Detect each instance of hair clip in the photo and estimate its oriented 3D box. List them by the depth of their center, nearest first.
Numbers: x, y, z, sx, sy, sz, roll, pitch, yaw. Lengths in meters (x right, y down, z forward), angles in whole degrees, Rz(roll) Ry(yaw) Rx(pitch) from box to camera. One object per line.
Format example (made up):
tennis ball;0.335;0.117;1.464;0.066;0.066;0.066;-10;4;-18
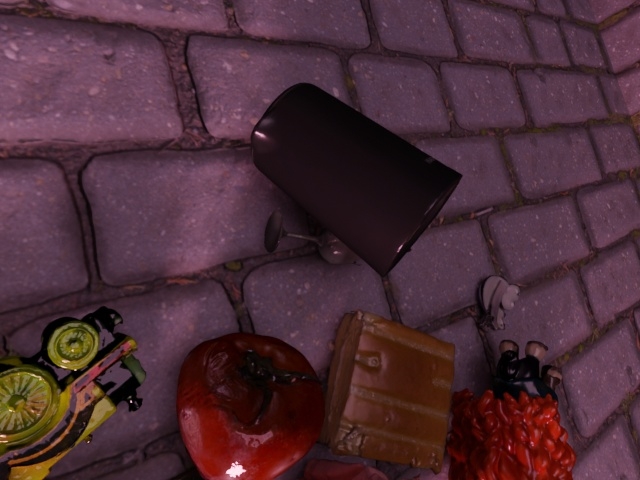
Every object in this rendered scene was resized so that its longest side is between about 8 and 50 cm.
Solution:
hair clip;0.433;0.149;1.018;0.116;0.049;0.172;49;55;-18

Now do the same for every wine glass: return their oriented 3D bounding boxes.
wine glass;0.000;0.000;0.766;0.195;0.079;0.079;11;72;-28

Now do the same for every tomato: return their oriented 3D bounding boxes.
tomato;-0.092;0.213;0.587;0.227;0.101;0.228;17;35;-13

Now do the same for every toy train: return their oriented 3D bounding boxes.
toy train;-0.342;0.212;0.485;0.296;0.100;0.161;-43;108;-33

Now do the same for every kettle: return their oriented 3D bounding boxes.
kettle;0.069;-0.128;0.719;0.308;0.203;0.262;39;56;14

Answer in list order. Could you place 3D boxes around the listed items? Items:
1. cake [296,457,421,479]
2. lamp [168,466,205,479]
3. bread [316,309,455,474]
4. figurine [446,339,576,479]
cake;0.073;0.507;0.556;0.306;0.293;0.314;38;56;-12
lamp;-0.224;0.371;0.521;0.325;0.090;0.089;-12;84;-33
bread;0.121;0.271;0.750;0.246;0.111;0.240;26;64;-24
figurine;0.405;0.396;0.852;0.411;0.241;0.307;-24;115;-52
